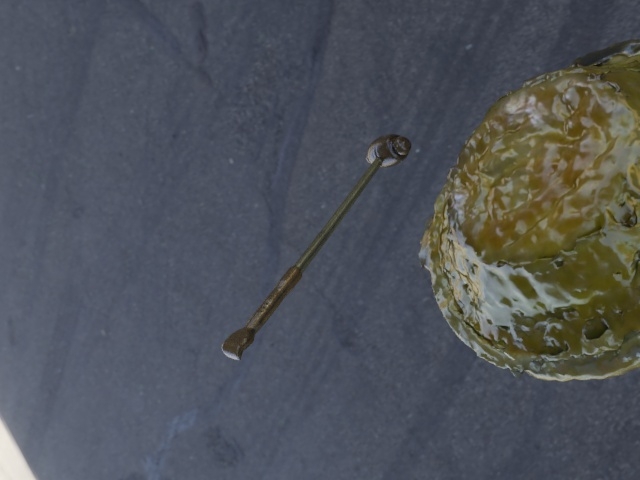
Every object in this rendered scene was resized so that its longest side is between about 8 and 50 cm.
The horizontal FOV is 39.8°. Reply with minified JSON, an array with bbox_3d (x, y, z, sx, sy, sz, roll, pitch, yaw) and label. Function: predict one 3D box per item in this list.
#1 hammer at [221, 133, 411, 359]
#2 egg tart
[{"bbox_3d":[0.000,0.000,0.359,0.014,0.123,0.029,45,152,-16],"label":"hammer"},{"bbox_3d":[0.219,-0.043,0.782,0.341,0.132,0.341,-26,50,36],"label":"egg tart"}]
